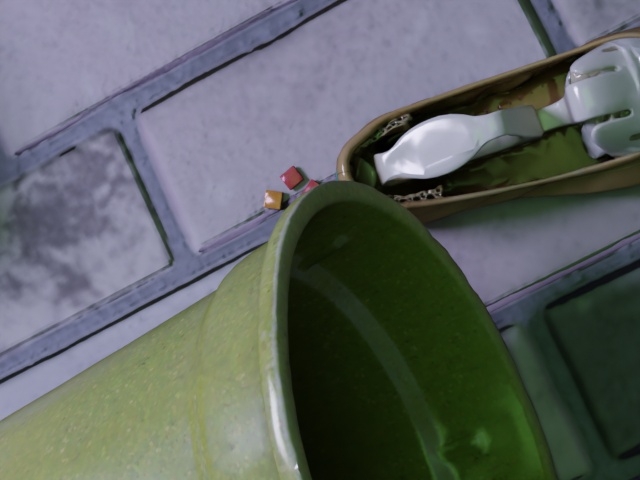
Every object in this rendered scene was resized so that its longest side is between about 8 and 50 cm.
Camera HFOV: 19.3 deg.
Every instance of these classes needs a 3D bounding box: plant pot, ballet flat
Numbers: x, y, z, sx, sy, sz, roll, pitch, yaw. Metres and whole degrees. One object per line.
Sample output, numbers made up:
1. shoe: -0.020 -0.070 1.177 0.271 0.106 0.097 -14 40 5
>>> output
1. plant pot: -0.049 0.144 0.911 0.254 0.276 0.276 -22 81 24
2. ballet flat: 0.116 -0.056 0.955 0.232 0.073 0.080 -19 82 13

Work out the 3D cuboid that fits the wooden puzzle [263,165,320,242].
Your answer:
1. wooden puzzle: 0.000 0.000 1.018 0.083 0.006 0.049 35 96 15
